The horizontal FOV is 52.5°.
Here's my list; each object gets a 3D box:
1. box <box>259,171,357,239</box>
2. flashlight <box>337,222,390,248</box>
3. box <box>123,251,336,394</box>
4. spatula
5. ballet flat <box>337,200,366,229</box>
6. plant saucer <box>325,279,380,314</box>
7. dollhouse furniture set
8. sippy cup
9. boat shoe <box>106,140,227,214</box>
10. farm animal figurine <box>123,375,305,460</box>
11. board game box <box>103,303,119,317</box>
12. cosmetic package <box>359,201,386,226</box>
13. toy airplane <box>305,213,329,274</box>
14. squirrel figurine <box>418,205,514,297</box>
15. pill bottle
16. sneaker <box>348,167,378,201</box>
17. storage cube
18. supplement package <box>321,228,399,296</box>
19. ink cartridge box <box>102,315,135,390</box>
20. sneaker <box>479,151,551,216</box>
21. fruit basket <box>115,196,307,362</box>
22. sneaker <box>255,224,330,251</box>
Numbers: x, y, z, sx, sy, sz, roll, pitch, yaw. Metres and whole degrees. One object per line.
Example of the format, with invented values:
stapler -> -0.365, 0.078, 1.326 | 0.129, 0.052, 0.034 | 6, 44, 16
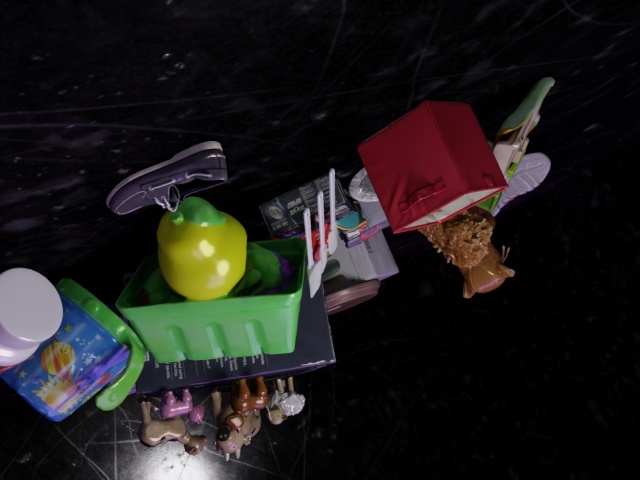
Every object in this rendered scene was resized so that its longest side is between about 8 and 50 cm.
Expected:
box -> -0.024, -0.072, 1.459 | 0.180, 0.077, 0.147 | -25, 170, 11
flashlight -> 0.194, -0.081, 1.904 | 0.304, 0.103, 0.103 | -26, 167, -9
box -> -0.249, 0.240, 1.742 | 0.472, 0.297, 0.480 | -8, 167, -12
spatula -> 0.004, -0.013, 1.320 | 0.242, 0.019, 0.168 | 88, 26, -47
ballet flat -> 0.086, -0.072, 1.761 | 0.077, 0.077, 0.231 | -9, -175, 45
plant saucer -> 0.066, 0.193, 2.065 | 0.278, 0.041, 0.278 | -19, 169, -4
dollhouse furniture set -> 0.379, -0.231, 1.445 | 0.197, 0.151, 0.301 | -57, 164, -18
sippy cup -> -0.513, 0.233, 1.316 | 0.224, 0.240, 0.305 | -50, -162, -23
boat shoe -> -0.231, -0.078, 0.976 | 0.206, 0.065, 0.075 | -25, 171, 14
farm animal figurine -> -0.237, 0.433, 1.542 | 0.330, 0.172, 0.327 | -15, 165, 22
board game box -> -0.716, 0.252, 1.693 | 0.317, 0.064, 0.242 | -23, 171, 0
cosmetic package -> 0.229, -0.122, 1.711 | 0.238, 0.107, 0.127 | -20, 174, -34
toy airplane -> 0.000, 0.000, 1.413 | 0.028, 0.151, 0.151 | 12, 175, 10
squirrel figurine -> 0.456, 0.001, 2.100 | 0.281, 0.370, 0.397 | -27, 170, 24
pill bottle -> -0.609, 0.167, 1.165 | 0.283, 0.161, 0.161 | -27, 170, 25
sneaker -> 0.174, -0.145, 1.502 | 0.232, 0.090, 0.115 | -21, 174, -3
storage cube -> 0.220, -0.145, 1.275 | 0.184, 0.193, 0.215 | -30, 167, 38
supplement package -> 0.075, 0.071, 2.123 | 0.263, 0.199, 0.198 | -27, 169, 26
ink cartridge box -> -0.660, 0.389, 2.107 | 0.129, 0.223, 0.307 | -18, 170, -24
sneaker -> 0.667, -0.213, 2.258 | 0.321, 0.124, 0.180 | -40, 179, 36
fruit basket -> -0.214, 0.052, 1.290 | 0.392, 0.392, 0.283 | -25, -158, 14
sneaker -> -0.084, 0.014, 1.742 | 0.279, 0.107, 0.118 | -24, 166, 5
